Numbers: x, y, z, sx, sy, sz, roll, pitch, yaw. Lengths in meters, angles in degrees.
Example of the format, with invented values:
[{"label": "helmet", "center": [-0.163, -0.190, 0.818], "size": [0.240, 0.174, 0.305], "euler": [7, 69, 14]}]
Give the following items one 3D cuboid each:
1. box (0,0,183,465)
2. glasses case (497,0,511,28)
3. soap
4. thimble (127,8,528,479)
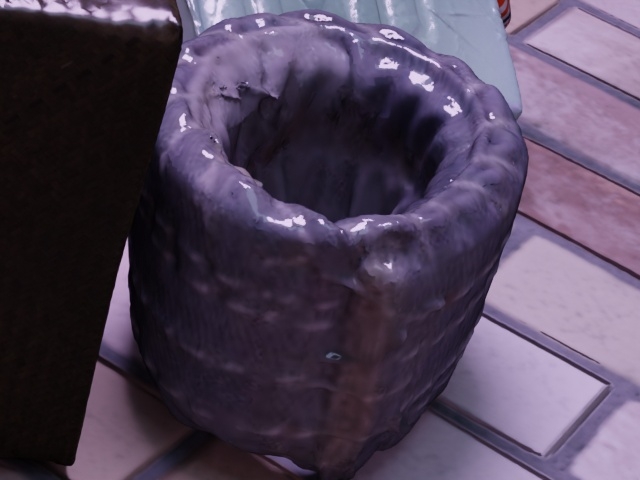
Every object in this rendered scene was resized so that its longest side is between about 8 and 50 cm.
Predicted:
[{"label": "box", "center": [-0.172, -0.040, 0.944], "size": [0.143, 0.273, 0.184], "euler": [6, 37, -19]}, {"label": "glasses case", "center": [0.042, -0.165, 1.364], "size": [0.194, 0.073, 0.049], "euler": [-2, 80, -23]}, {"label": "soap", "center": [-0.004, -0.120, 1.232], "size": [0.230, 0.091, 0.145], "euler": [-4, 68, -26]}, {"label": "thimble", "center": [0.000, 0.000, 1.046], "size": [0.205, 0.172, 0.236], "euler": [6, 34, -8]}]
